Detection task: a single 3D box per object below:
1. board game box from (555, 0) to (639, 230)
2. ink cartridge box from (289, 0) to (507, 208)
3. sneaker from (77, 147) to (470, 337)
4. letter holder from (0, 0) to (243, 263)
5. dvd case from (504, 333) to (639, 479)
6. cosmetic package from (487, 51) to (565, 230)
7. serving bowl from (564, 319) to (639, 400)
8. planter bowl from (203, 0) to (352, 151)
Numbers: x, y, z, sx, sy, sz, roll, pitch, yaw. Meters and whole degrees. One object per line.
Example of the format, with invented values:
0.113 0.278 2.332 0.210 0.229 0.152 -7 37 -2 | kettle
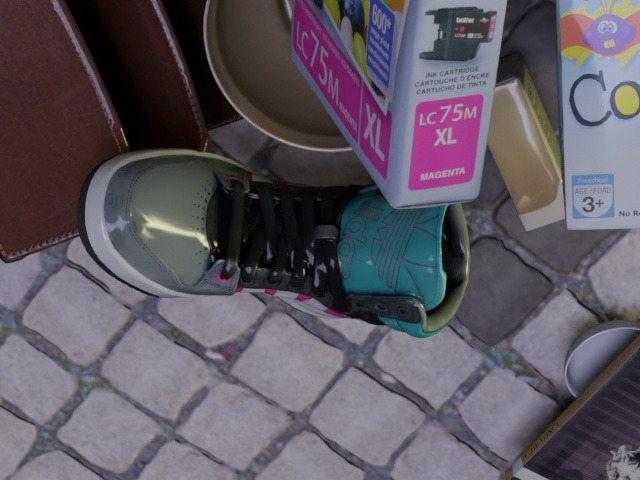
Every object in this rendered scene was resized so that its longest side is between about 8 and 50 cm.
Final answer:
0.214 -0.129 0.793 0.144 0.275 0.142 -1 116 11 | board game box
0.041 -0.195 0.695 0.065 0.186 0.311 -8 127 -19 | ink cartridge box
0.000 0.000 0.888 0.178 0.295 0.123 -6 77 43 | sneaker
-0.180 -0.173 0.914 0.214 0.152 0.302 -19 112 16 | letter holder
0.279 0.152 1.054 0.164 0.018 0.221 28 118 -19 | dvd case
0.147 -0.072 0.957 0.041 0.060 0.115 -20 110 19 | cosmetic package
0.232 0.093 1.040 0.083 0.027 0.083 -1 125 -2 | serving bowl
0.010 -0.157 0.910 0.162 0.109 0.162 4 118 8 | planter bowl
